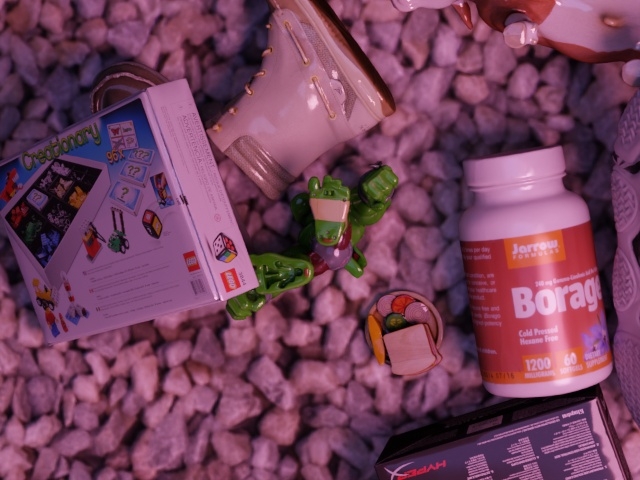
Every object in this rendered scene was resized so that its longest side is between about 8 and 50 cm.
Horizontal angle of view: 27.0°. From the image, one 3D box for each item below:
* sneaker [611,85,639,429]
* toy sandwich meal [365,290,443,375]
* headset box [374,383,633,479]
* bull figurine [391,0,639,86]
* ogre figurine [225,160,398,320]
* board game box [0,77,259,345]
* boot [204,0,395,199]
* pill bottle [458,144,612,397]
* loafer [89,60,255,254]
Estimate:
[{"bbox_3d":[0.365,0.000,1.122,0.210,0.137,0.366,-12,121,-11],"label":"sneaker"},{"bbox_3d":[0.080,0.091,1.292,0.085,0.029,0.086,1,97,12],"label":"toy sandwich meal"},{"bbox_3d":[0.204,0.302,1.250,0.218,0.110,0.293,-20,92,13],"label":"headset box"},{"bbox_3d":[0.211,-0.207,1.158,0.310,0.188,0.101,11,110,5],"label":"bull figurine"},{"bbox_3d":[0.000,0.000,1.254,0.097,0.118,0.197,31,100,11],"label":"ogre figurine"},{"bbox_3d":[-0.196,-0.016,1.244,0.305,0.053,0.193,-15,94,49],"label":"board game box"},{"bbox_3d":[-0.052,-0.163,1.268,0.165,0.077,0.213,-36,91,15],"label":"boot"},{"bbox_3d":[0.191,0.026,1.214,0.121,0.121,0.216,-9,95,13],"label":"pill bottle"},{"bbox_3d":[-0.146,-0.062,1.292,0.094,0.087,0.251,-32,89,14],"label":"loafer"}]
